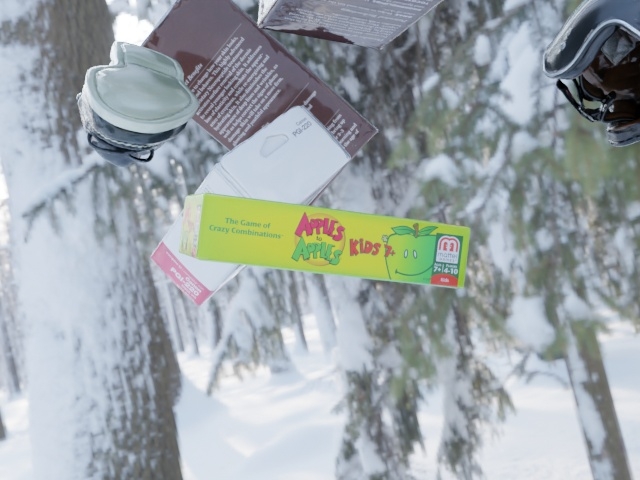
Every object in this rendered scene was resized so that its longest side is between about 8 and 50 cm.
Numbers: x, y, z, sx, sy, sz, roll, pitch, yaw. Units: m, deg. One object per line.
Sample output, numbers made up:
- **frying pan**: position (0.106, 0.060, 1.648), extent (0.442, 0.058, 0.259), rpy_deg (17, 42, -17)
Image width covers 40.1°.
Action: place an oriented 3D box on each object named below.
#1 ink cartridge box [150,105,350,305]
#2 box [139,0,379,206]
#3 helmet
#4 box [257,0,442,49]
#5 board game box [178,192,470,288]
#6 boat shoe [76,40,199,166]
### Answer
- **ink cartridge box**: position (-0.084, -0.038, 1.017), extent (0.158, 0.092, 0.218), rpy_deg (-42, -3, -40)
- **box**: position (-0.109, -0.242, 1.467), extent (0.191, 0.381, 0.143), rpy_deg (-48, 10, 8)
- **helmet**: position (0.325, -0.191, 0.879), extent (0.169, 0.170, 0.161), rpy_deg (-10, -18, -49)
- **box**: position (0.036, -0.336, 0.996), extent (0.166, 0.169, 0.203), rpy_deg (6, -6, -16)
- **board game box**: position (0.000, 0.000, 0.606), extent (0.181, 0.043, 0.092), rpy_deg (7, 0, -16)
- **boat shoe**: position (-0.223, -0.145, 1.022), extent (0.127, 0.113, 0.340), rpy_deg (16, 19, -20)
